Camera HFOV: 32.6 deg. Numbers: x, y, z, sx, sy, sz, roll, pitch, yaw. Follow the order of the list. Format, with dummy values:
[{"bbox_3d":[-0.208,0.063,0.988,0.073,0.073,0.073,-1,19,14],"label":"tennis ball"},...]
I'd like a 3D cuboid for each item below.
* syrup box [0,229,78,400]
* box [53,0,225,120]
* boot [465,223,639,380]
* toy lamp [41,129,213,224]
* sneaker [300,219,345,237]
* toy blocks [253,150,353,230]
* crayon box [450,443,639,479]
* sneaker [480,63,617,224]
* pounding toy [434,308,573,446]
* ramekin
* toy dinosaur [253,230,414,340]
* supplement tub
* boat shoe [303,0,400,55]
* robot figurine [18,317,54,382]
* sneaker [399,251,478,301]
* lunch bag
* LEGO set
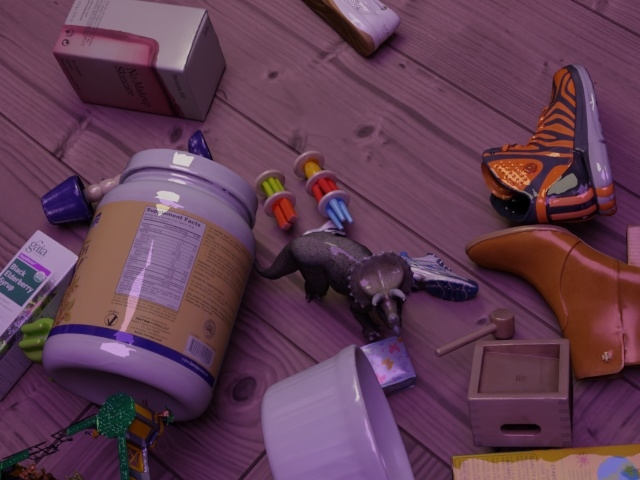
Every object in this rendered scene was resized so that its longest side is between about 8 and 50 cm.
[{"bbox_3d":[-0.451,0.111,1.636,0.093,0.096,0.237,30,72,22],"label":"syrup box"},{"bbox_3d":[-0.294,-0.300,1.795,0.232,0.148,0.127,10,65,15],"label":"box"},{"bbox_3d":[0.345,0.089,1.521,0.295,0.104,0.211,-3,73,19],"label":"boot"},{"bbox_3d":[-0.306,-0.096,1.730,0.274,0.080,0.080,-23,61,-2],"label":"toy lamp"},{"bbox_3d":[0.000,0.000,1.657,0.083,0.032,0.037,-31,62,-7],"label":"sneaker"},{"bbox_3d":[-0.023,-0.058,1.662,0.123,0.054,0.148,-26,49,-5],"label":"toy blocks"},{"bbox_3d":[0.331,0.369,1.383,0.318,0.081,0.202,-4,62,8],"label":"crayon box"},{"bbox_3d":[0.322,-0.145,1.605,0.180,0.125,0.321,-10,38,14],"label":"sneaker"},{"bbox_3d":[0.249,0.186,1.486,0.181,0.094,0.206,-3,30,15],"label":"pounding toy"},{"bbox_3d":[0.029,0.282,1.375,0.135,0.277,0.277,-20,61,7],"label":"ramekin"},{"bbox_3d":[0.031,0.042,1.550,0.313,0.160,0.121,30,62,35],"label":"toy dinosaur"},{"bbox_3d":[-0.228,0.064,1.543,0.241,0.241,0.331,9,64,14],"label":"supplement tub"},{"bbox_3d":[0.028,-0.430,1.846,0.096,0.098,0.277,-37,72,-11],"label":"boat shoe"},{"bbox_3d":[-0.387,0.154,1.594,0.067,0.115,0.101,-12,62,22],"label":"robot figurine"},{"bbox_3d":[0.168,0.046,1.597,0.135,0.052,0.058,14,59,14],"label":"sneaker"},{"bbox_3d":[0.084,0.181,1.538,0.083,0.053,0.071,-17,63,-11],"label":"lunch bag"},{"bbox_3d":[-0.296,0.368,1.447,0.331,0.192,0.255,-32,51,10],"label":"LEGO set"}]
